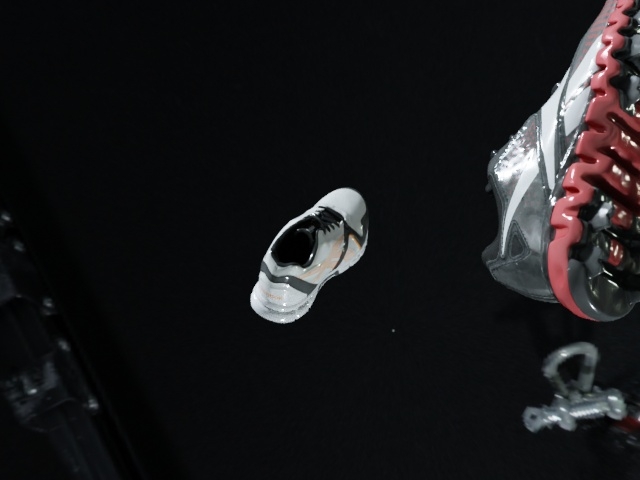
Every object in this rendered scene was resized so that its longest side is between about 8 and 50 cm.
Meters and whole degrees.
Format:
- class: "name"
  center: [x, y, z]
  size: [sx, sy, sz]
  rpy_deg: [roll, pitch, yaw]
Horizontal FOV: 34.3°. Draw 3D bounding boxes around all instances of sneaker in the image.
- class: "sneaker"
  center: [0.194, -0.075, 0.777]
  size: [0.097, 0.135, 0.276]
  rpy_deg: [30, -109, -37]
- class: "sneaker"
  center: [0.000, 0.000, 0.585]
  size: [0.040, 0.044, 0.109]
  rpy_deg: [24, -136, 13]
